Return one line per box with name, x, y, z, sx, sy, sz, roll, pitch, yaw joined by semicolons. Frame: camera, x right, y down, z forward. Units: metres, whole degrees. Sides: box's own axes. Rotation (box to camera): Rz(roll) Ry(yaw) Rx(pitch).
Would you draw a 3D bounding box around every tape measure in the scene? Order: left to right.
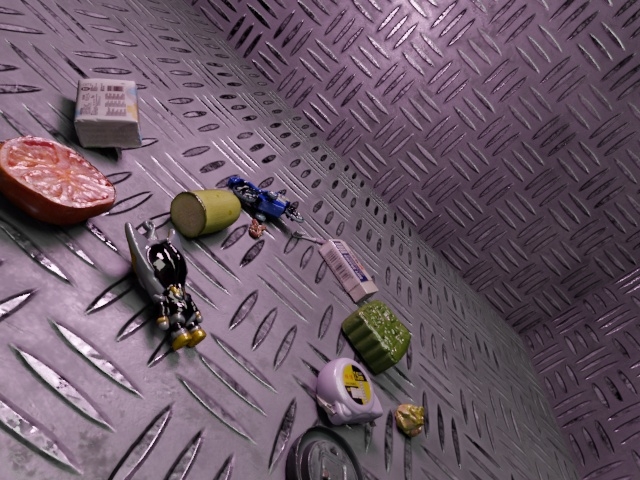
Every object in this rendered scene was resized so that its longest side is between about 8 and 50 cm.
tape measure;0.070;0.421;1.142;0.196;0.105;0.178;24;39;-39

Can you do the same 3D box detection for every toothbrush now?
toothbrush;0.000;0.000;1.780;0.354;0.029;0.024;16;51;-51

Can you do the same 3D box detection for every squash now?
squash;-0.325;-0.095;1.249;0.132;0.132;0.247;49;24;5

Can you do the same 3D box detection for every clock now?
clock;0.016;0.537;0.924;0.226;0.049;0.226;39;24;-20

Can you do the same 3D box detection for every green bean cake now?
green bean cake;0.210;0.334;1.479;0.222;0.125;0.248;52;24;13

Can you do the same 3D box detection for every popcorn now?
popcorn;0.282;0.561;1.299;0.109;0.089;0.097;28;18;-30

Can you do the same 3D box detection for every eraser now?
eraser;0.116;0.123;1.714;0.279;0.081;0.124;55;24;19

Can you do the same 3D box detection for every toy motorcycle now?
toy motorcycle;-0.207;-0.155;1.586;0.315;0.113;0.169;23;21;-28

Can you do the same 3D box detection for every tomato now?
tomato;-0.581;-0.118;0.898;0.237;0.095;0.237;35;24;-18

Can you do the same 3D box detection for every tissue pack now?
tissue pack;-0.611;-0.351;1.198;0.159;0.145;0.229;-6;48;-22

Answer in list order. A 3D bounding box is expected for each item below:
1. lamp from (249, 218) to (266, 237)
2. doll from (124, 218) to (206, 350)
lamp;-0.226;-0.037;1.457;0.063;0.031;0.083;37;28;-18
doll;-0.349;0.092;0.946;0.145;0.103;0.316;-11;68;-46
